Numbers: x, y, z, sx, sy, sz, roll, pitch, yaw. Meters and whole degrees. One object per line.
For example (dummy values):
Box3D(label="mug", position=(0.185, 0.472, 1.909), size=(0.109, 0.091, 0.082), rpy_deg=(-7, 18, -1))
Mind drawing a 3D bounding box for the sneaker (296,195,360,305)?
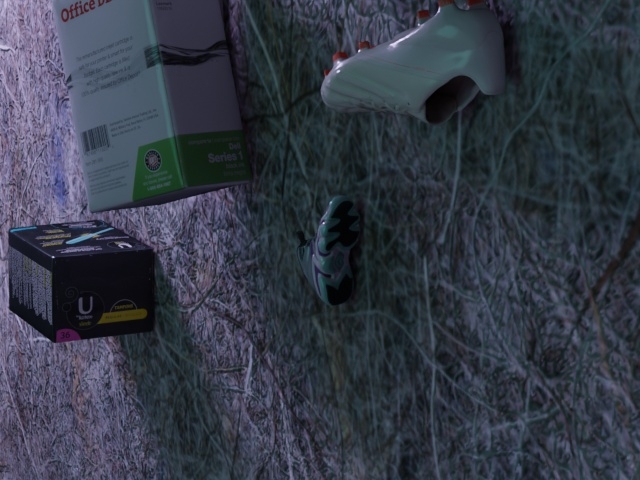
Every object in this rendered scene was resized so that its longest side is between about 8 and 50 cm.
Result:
Box3D(label="sneaker", position=(0.000, 0.000, 1.144), size=(0.069, 0.038, 0.098), rpy_deg=(37, 127, 51))

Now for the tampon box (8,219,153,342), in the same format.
Box3D(label="tampon box", position=(-0.277, 0.045, 1.556), size=(0.161, 0.120, 0.101), rpy_deg=(23, 114, 57))

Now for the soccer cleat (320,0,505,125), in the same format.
Box3D(label="soccer cleat", position=(0.062, -0.114, 0.989), size=(0.196, 0.068, 0.076), rpy_deg=(-21, 81, 57))

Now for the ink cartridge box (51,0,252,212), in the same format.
Box3D(label="ink cartridge box", position=(-0.165, -0.148, 1.308), size=(0.160, 0.093, 0.219), rpy_deg=(-10, 89, 46))

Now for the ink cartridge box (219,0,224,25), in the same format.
Box3D(label="ink cartridge box", position=(-0.147, -0.265, 1.369), size=(0.179, 0.045, 0.145), rpy_deg=(6, 100, 41))
